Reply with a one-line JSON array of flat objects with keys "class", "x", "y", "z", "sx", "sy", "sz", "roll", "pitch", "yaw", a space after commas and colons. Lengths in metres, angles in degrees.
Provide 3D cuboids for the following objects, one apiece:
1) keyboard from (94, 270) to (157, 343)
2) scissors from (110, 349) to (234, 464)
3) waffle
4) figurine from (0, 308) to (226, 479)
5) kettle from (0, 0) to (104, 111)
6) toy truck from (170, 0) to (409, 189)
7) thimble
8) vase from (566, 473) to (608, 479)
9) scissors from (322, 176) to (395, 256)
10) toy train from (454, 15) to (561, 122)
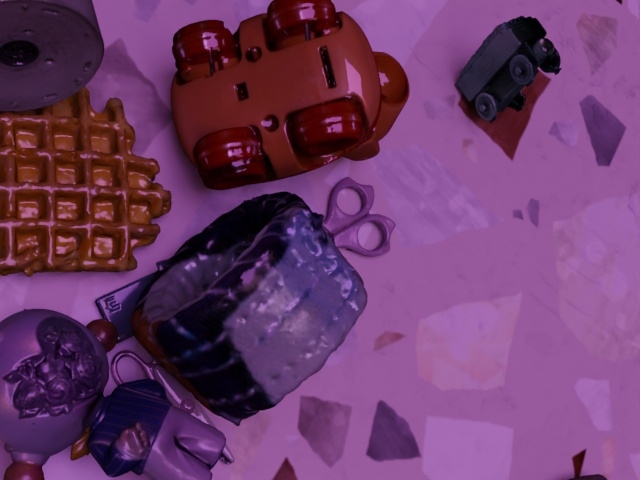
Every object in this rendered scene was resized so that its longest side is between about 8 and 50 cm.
[{"class": "keyboard", "x": -0.166, "y": 0.055, "z": 1.017, "sx": 0.176, "sy": 0.014, "sz": 0.055, "roll": -26, "pitch": 91, "yaw": -28}, {"class": "scissors", "x": -0.153, "y": 0.180, "z": 0.988, "sx": 0.085, "sy": 0.022, "sz": 0.176, "roll": -39, "pitch": 95, "yaw": -20}, {"class": "waffle", "x": -0.269, "y": -0.073, "z": 0.975, "sx": 0.219, "sy": 0.057, "sz": 0.229, "roll": 2, "pitch": 76, "yaw": -26}, {"class": "figurine", "x": -0.228, "y": 0.177, "z": 0.884, "sx": 0.274, "sy": 0.133, "sz": 0.194, "roll": 47, "pitch": 51, "yaw": 3}, {"class": "kettle", "x": -0.355, "y": -0.272, "z": 0.911, "sx": 0.240, "sy": 0.165, "sz": 0.255, "roll": -20, "pitch": 68, "yaw": 2}, {"class": "toy truck", "x": -0.031, "y": -0.163, "z": 1.059, "sx": 0.264, "sy": 0.239, "sz": 0.189, "roll": -15, "pitch": 82, "yaw": 13}, {"class": "thimble", "x": -0.070, "y": 0.060, "z": 0.926, "sx": 0.150, "sy": 0.237, "sz": 0.237, "roll": 51, "pitch": 61, "yaw": -22}, {"class": "vase", "x": 0.329, "y": 0.338, "z": 1.167, "sx": 0.100, "sy": 0.053, "sz": 0.053, "roll": -3, "pitch": 79, "yaw": -22}, {"class": "scissors", "x": 0.000, "y": 0.000, "z": 1.107, "sx": 0.212, "sy": 0.021, "sz": 0.110, "roll": -29, "pitch": 89, "yaw": -29}, {"class": "toy train", "x": 0.250, "y": -0.232, "z": 1.203, "sx": 0.070, "sy": 0.172, "sz": 0.099, "roll": -26, "pitch": 78, "yaw": -28}]
